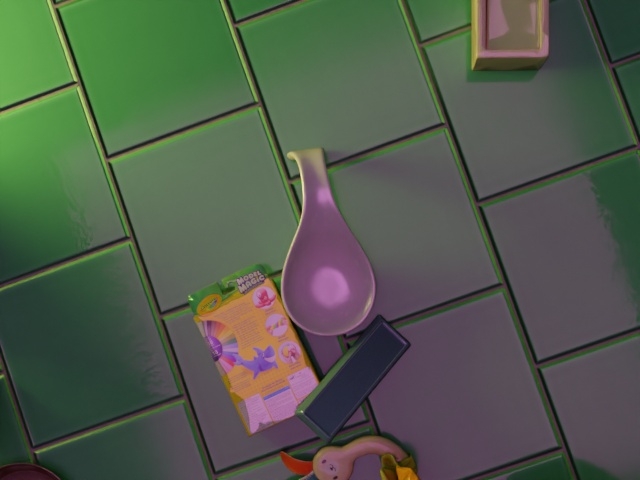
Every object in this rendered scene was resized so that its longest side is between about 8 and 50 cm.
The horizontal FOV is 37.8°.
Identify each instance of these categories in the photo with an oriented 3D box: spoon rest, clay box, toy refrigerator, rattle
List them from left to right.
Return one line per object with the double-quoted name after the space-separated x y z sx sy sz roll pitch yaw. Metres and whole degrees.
-0.091 0.155 1.357 0.127 0.053 0.222 -25 86 2 "clay box"
0.000 0.000 1.338 0.137 0.084 0.276 -9 86 -6 "spoon rest"
0.037 0.342 1.304 0.199 0.143 0.130 13 107 -2 "rattle"
0.269 -0.385 1.331 0.102 0.094 0.270 1 88 4 "toy refrigerator"

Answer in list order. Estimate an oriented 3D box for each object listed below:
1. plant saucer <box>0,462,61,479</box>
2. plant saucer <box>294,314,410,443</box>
-0.439 0.412 1.386 0.168 0.029 0.169 0 88 5 "plant saucer"
0.050 0.196 1.332 0.067 0.018 0.192 43 72 -4 "plant saucer"
